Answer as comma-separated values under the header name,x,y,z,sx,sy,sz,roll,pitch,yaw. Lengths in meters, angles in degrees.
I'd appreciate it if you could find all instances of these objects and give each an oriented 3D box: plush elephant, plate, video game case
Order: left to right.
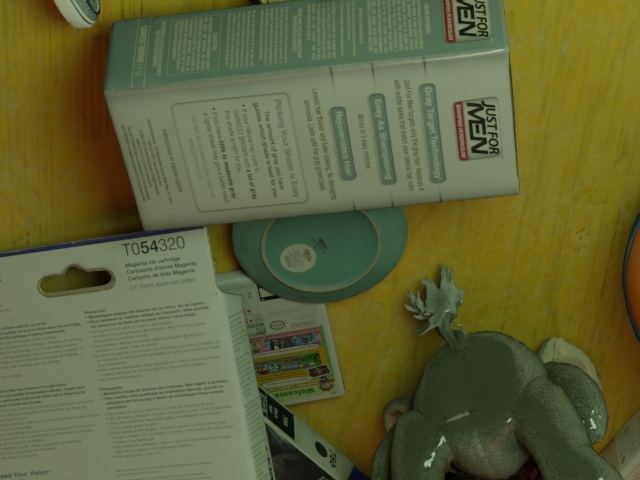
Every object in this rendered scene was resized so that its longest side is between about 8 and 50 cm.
name,x,y,z,sx,sy,sz,roll,pitch,yaw
video game case,-0.092,0.115,1.976,0.212,0.023,0.193,-10,126,3
plate,0.000,0.000,1.865,0.188,0.024,0.188,-2,129,-3
plush elephant,0.197,0.217,1.941,0.272,0.330,0.255,-22,148,15

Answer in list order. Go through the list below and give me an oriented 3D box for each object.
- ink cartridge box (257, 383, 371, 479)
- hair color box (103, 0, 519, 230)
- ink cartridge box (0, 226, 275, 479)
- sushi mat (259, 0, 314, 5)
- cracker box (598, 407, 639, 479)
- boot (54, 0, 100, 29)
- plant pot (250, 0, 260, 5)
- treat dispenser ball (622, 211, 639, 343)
name,x,y,z,sx,sy,sz,roll,pitch,yaw
ink cartridge box,-0.095,0.253,2.025,0.165,0.065,0.333,-37,121,21
hair color box,-0.003,-0.127,1.692,0.374,0.113,0.185,-5,135,6
ink cartridge box,-0.227,0.157,1.894,0.324,0.071,0.330,-7,96,19
sushi mat,0.054,-0.153,1.759,0.151,0.019,0.316,-14,134,11
cracker box,0.442,0.245,2.075,0.156,0.067,0.232,25,120,-19
boot,-0.223,-0.288,1.642,0.086,0.069,0.190,-13,124,10
plant pot,0.029,-0.283,1.684,0.236,0.032,0.236,-1,127,-2
treat dispenser ball,0.452,0.038,1.786,0.288,0.288,0.288,-2,126,-2
